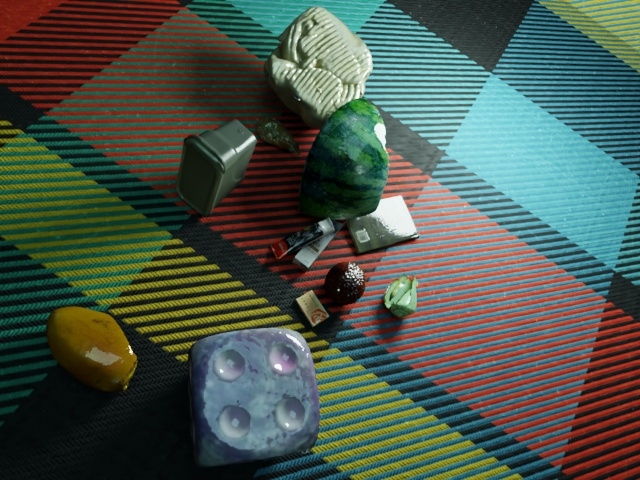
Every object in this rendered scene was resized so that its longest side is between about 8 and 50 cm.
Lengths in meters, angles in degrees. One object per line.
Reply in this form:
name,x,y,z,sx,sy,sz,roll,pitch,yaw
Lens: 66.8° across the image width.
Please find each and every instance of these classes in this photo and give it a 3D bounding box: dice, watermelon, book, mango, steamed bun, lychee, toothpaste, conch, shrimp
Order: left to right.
mango,-0.536,0.246,1.140,0.252,0.126,0.154,40,50,4
dice,-0.163,0.362,1.122,0.270,0.270,0.271,-2,68,-18
shrimp,-0.134,-0.336,1.584,0.184,0.043,0.091,38,68,9
toothpaste,-0.052,-0.005,1.418,0.194,0.045,0.071,-25,41,-5
steamed bun,-0.012,-0.528,1.595,0.347,0.237,0.393,-5,89,-7
lychee,0.075,0.120,1.398,0.129,0.123,0.123,-32,79,-36
watermelon,0.110,-0.229,1.462,0.222,0.292,0.319,30,43,21
book,0.194,-0.055,1.567,0.228,0.024,0.160,-14,72,-23
conch,0.242,0.159,1.462,0.106,0.079,0.170,31,45,-9

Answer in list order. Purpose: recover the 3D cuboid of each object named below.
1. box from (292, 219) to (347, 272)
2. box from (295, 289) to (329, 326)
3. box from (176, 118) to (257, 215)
box,0.000,0.000,1.471,0.055,0.039,0.218,37,61,3
box,-0.024,0.194,1.389,0.058,0.015,0.093,-28,77,-28
box,-0.289,-0.212,1.350,0.138,0.274,0.178,41,55,1
